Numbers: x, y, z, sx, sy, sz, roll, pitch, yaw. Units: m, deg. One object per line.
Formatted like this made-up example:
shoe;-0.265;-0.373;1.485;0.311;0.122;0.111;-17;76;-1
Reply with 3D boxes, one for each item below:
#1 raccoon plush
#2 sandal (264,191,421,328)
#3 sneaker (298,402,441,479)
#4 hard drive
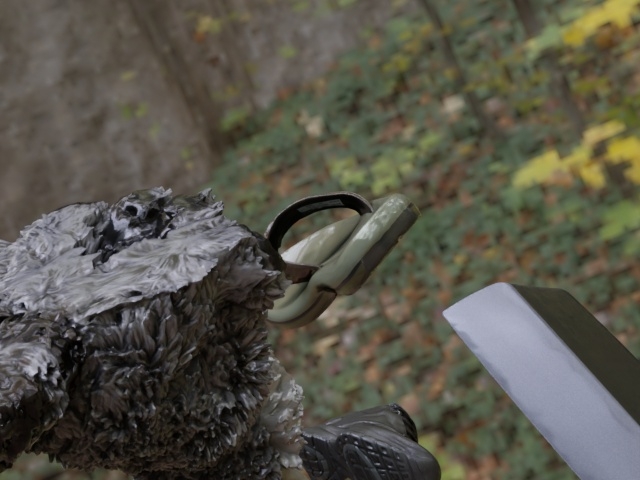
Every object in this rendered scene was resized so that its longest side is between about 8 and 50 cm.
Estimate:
raccoon plush;-0.177;0.163;1.346;0.216;0.299;0.446;15;37;41
sandal;0.001;-0.001;1.603;0.120;0.086;0.303;-56;8;-21
sneaker;0.076;0.253;2.227;0.130;0.109;0.286;-28;16;-24
hard drive;0.202;0.128;1.193;0.054;0.255;0.172;-46;-21;16
